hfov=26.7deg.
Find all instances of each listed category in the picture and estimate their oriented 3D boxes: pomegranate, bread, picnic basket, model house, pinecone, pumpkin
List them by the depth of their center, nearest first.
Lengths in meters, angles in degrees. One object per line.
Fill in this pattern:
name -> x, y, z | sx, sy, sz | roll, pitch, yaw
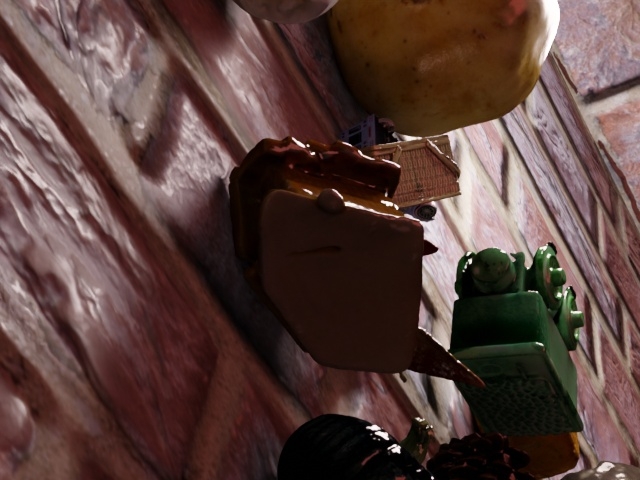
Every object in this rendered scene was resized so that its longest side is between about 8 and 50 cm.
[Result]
pumpkin -> 0.045, 0.250, 1.278 | 0.150, 0.194, 0.194 | -20, 89, -27
model house -> 0.000, 0.001, 1.416 | 0.229, 0.199, 0.219 | -120, -140, -64
pinecone -> 0.193, 0.301, 1.616 | 0.140, 0.140, 0.120 | 54, 27, -34
picnic basket -> 0.080, -0.075, 1.634 | 0.164, 0.115, 0.079 | -13, 90, -44
pomegranate -> 0.161, -0.304, 1.873 | 0.332, 0.333, 0.332 | 49, 30, -42
bread -> 0.292, 0.188, 1.948 | 0.167, 0.132, 0.294 | 47, 30, -45

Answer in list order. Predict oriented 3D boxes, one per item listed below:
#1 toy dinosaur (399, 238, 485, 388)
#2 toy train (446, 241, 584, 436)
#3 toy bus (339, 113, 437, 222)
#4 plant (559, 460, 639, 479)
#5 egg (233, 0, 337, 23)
toy dinosaur -> 0.118, 0.069, 1.631 | 0.327, 0.113, 0.206 | 102, -15, -88
toy train -> 0.256, 0.123, 1.741 | 0.266, 0.145, 0.202 | 55, 36, -50
toy bus -> 0.093, -0.088, 1.796 | 0.167, 0.076, 0.073 | 48, 29, -38
plant -> 0.409, 0.476, 1.869 | 0.213, 0.215, 0.312 | 57, 28, -20
egg -> -0.040, -0.367, 1.575 | 0.183, 0.183, 0.217 | 47, 40, -43
